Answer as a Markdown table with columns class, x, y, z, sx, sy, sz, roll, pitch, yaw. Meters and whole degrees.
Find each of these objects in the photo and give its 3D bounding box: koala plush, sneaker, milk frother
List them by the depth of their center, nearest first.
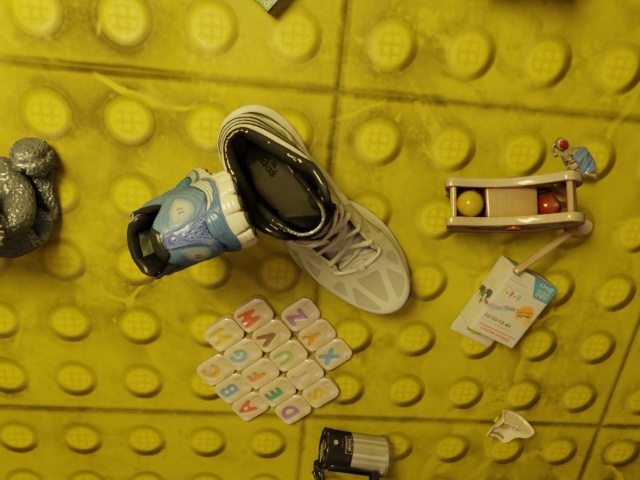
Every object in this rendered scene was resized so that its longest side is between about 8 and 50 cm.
| class | x | y | z | sx | sy | sz | roll | pitch | yaw |
| --- | --- | --- | --- | --- | --- | --- | --- | --- | --- |
| sneaker | -0.203 | -0.028 | 0.671 | 0.147 | 0.330 | 0.129 | -23 | 100 | -19 |
| koala plush | -0.517 | -0.036 | 0.695 | 0.197 | 0.221 | 0.203 | -1 | 111 | -4 |
| sneaker | -0.001 | 0.000 | 0.724 | 0.169 | 0.257 | 0.447 | -40 | 109 | 11 |
| milk frother | 0.059 | 0.477 | 1.011 | 0.135 | 0.129 | 0.143 | 12 | 153 | -8 |

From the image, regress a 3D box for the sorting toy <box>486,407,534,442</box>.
| class | x | y | z | sx | sy | sz | roll | pitch | yaw |
| --- | --- | --- | --- | --- | --- | --- | --- | --- | --- |
| sorting toy | 0.402 | 0.410 | 1.027 | 0.083 | 0.044 | 0.075 | 25 | 115 | -13 |

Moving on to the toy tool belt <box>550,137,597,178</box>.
| class | x | y | z | sx | sy | sz | roll | pitch | yaw |
| --- | --- | --- | --- | --- | --- | --- | --- | --- | --- |
| toy tool belt | 0.440 | -0.140 | 0.808 | 0.052 | 0.051 | 0.083 | -42 | 108 | 12 |

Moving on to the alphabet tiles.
| class | x | y | z | sx | sy | sz | roll | pitch | yaw |
| --- | --- | --- | --- | --- | --- | --- | --- | --- | --- |
| alphabet tiles | -0.091 | 0.243 | 0.940 | 0.278 | 0.021 | 0.284 | -33 | 110 | 9 |

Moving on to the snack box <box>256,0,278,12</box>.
| class | x | y | z | sx | sy | sz | roll | pitch | yaw |
| --- | --- | --- | --- | --- | --- | --- | --- | --- | --- |
| snack box | -0.094 | -0.417 | 0.673 | 0.141 | 0.037 | 0.100 | 42 | 104 | -17 |

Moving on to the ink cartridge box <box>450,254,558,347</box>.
| class | x | y | z | sx | sy | sz | roll | pitch | yaw |
| --- | --- | --- | --- | --- | --- | --- | --- | --- | --- |
| ink cartridge box | 0.346 | 0.132 | 0.902 | 0.105 | 0.061 | 0.181 | 26 | 108 | -13 |

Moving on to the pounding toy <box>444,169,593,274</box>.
| class | x | y | z | sx | sy | sz | roll | pitch | yaw |
| --- | --- | --- | --- | --- | --- | --- | --- | --- | --- |
| pounding toy | 0.333 | -0.024 | 0.766 | 0.270 | 0.154 | 0.154 | 1 | 84 | -4 |
